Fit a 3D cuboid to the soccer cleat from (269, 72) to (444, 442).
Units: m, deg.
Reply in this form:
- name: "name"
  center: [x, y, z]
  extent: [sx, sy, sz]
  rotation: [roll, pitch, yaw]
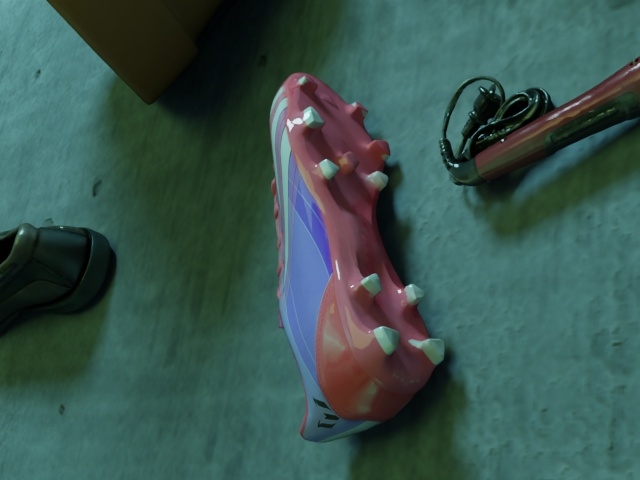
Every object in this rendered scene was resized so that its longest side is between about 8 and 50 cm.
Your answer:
- name: "soccer cleat"
  center: [0.000, 0.000, 0.623]
  extent: [0.095, 0.083, 0.248]
  rotation: [-41, 47, 30]

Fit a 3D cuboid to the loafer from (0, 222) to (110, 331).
- name: "loafer"
  center: [-0.292, 0.027, 0.912]
  extent: [0.267, 0.084, 0.096]
  rotation: [-15, 59, 42]

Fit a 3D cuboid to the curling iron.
- name: "curling iron"
  center: [0.170, -0.095, 0.523]
  extent: [0.274, 0.035, 0.068]
  rotation: [-24, 54, 37]

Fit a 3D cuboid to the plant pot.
- name: "plant pot"
  center: [-0.160, -0.282, 0.813]
  extent: [0.203, 0.291, 0.291]
  rotation: [-43, 42, -1]
